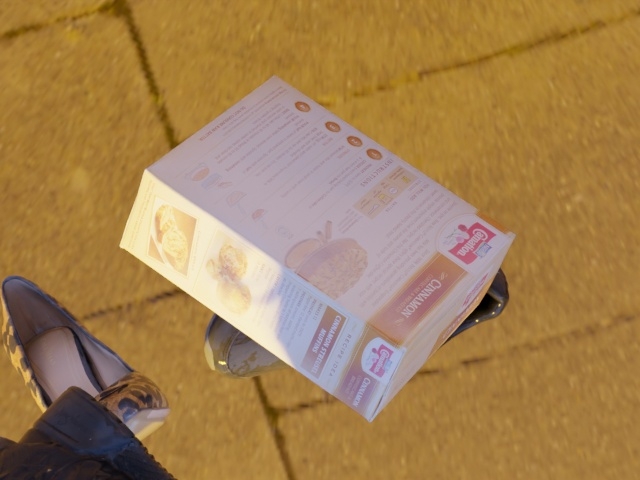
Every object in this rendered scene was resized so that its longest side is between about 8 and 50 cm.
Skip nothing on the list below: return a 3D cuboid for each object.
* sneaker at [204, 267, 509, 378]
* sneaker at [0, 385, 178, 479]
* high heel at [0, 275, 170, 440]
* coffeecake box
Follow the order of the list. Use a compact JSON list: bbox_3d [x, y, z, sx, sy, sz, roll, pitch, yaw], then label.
[{"bbox_3d":[0.033,0.058,1.479,0.267,0.106,0.101,-21,130,-11],"label":"sneaker"},{"bbox_3d":[-0.081,0.105,0.564,0.089,0.170,0.051,-41,131,-14],"label":"sneaker"},{"bbox_3d":[-0.215,0.099,1.480,0.093,0.261,0.186,-32,89,-17],"label":"high heel"},{"bbox_3d":[0.000,0.000,1.052,0.185,0.142,0.068,34,132,13],"label":"coffeecake box"}]
